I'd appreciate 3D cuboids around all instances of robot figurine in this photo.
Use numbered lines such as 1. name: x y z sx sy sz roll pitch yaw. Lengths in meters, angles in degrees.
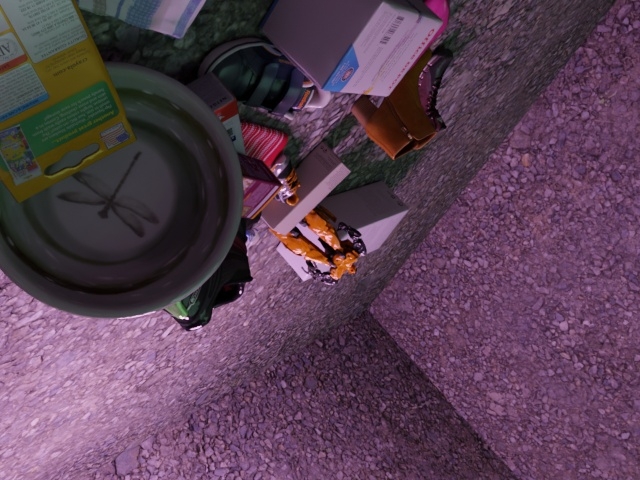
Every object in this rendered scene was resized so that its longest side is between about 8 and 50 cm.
1. robot figurine: 0.000 0.000 2.032 0.211 0.291 0.085 -47 -170 18

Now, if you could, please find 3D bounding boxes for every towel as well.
1. towel: -0.248 -0.402 0.961 0.209 0.034 0.285 -50 161 22
2. towel: -0.188 -0.187 1.567 0.198 0.031 0.275 -52 164 17

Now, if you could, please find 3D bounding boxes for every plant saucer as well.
1. plant saucer: -0.328 -0.077 1.062 0.400 0.400 0.100 -37 -172 -14

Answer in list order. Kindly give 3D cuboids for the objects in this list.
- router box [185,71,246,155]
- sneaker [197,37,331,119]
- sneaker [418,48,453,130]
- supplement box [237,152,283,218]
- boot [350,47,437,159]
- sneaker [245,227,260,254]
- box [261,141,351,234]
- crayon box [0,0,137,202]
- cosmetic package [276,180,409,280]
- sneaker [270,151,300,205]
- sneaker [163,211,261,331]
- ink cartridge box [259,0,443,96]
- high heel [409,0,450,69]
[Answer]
1. router box: -0.303 -0.127 1.281 0.335 0.082 0.301 -35 160 -15
2. sneaker: -0.094 -0.321 1.338 0.321 0.127 0.126 -17 152 -50
3. sneaker: 0.337 -0.413 1.972 0.106 0.162 0.281 -20 152 -51
4. supplement box: -0.171 -0.110 1.313 0.104 0.080 0.188 -46 160 16
5. boot: 0.250 -0.367 1.813 0.295 0.211 0.104 -41 164 -3
6. sneaker: -0.239 0.017 1.977 0.058 0.052 0.135 5 124 -54
7. box: -0.049 -0.145 1.904 0.275 0.094 0.113 -43 162 6
8. crayon box: -0.397 -0.217 0.884 0.203 0.083 0.323 -32 149 -16
9. cosmetic package: 0.086 -0.043 2.324 0.453 0.161 0.230 -21 153 -50
10. sneaker: -0.091 -0.162 1.763 0.084 0.083 0.215 -56 171 -18
11. sneaker: -0.244 0.037 1.486 0.185 0.202 0.482 -21 -161 26
12. ink cartridge box: 0.066 -0.423 1.307 0.198 0.197 0.270 -52 160 28
13. high heel: 0.239 -0.512 1.667 0.117 0.082 0.244 -45 178 -25
